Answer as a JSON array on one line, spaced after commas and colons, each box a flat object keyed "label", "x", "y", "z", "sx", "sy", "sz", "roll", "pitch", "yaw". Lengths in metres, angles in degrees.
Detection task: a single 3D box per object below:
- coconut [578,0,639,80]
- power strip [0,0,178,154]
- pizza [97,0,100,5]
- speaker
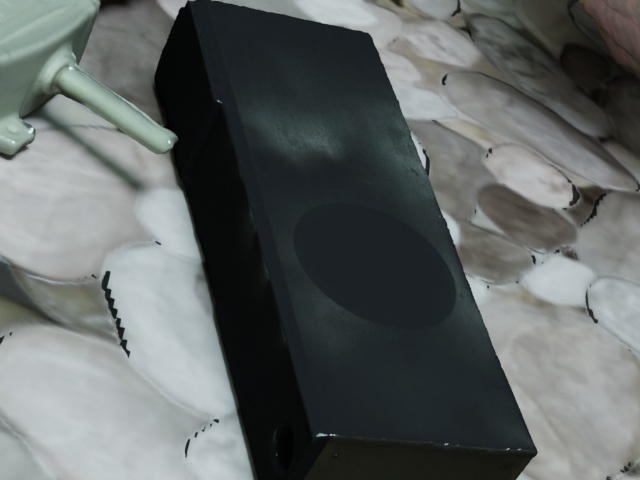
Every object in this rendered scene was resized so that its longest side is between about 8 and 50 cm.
[{"label": "coconut", "x": 0.309, "y": -0.187, "z": 0.742, "sx": 0.405, "sy": 0.404, "sz": 0.404, "roll": 18, "pitch": 37, "yaw": -14}, {"label": "power strip", "x": -0.126, "y": -0.077, "z": 0.560, "sx": 0.175, "sy": 0.042, "sz": 0.075, "roll": 33, "pitch": 35, "yaw": 7}, {"label": "pizza", "x": -0.087, "y": -0.158, "z": 0.681, "sx": 0.185, "sy": 0.052, "sz": 0.195, "roll": 21, "pitch": 36, "yaw": -4}, {"label": "speaker", "x": 0.000, "y": 0.000, "z": 0.546, "sx": 0.082, "sy": 0.044, "sz": 0.218, "roll": 9, "pitch": 40, "yaw": -24}]
